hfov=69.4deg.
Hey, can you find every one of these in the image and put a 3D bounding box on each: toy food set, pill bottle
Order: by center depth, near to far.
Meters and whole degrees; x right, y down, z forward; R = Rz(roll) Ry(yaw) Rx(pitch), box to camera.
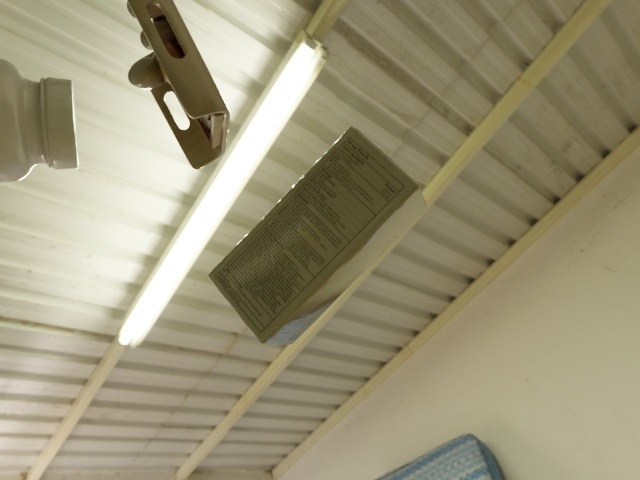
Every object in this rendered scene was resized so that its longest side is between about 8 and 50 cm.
[{"bbox_3d":[-0.230,-0.237,0.690,0.092,0.306,0.220,-28,-86,-13],"label":"toy food set"},{"bbox_3d":[-0.666,-0.217,0.826,0.407,0.229,0.229,-3,-49,-26],"label":"pill bottle"}]

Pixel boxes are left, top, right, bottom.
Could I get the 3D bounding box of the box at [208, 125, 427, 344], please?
[{"bbox_3d":[0.000,0.000,0.703,0.311,0.148,0.121,-44,-22,4],"label":"box"}]
